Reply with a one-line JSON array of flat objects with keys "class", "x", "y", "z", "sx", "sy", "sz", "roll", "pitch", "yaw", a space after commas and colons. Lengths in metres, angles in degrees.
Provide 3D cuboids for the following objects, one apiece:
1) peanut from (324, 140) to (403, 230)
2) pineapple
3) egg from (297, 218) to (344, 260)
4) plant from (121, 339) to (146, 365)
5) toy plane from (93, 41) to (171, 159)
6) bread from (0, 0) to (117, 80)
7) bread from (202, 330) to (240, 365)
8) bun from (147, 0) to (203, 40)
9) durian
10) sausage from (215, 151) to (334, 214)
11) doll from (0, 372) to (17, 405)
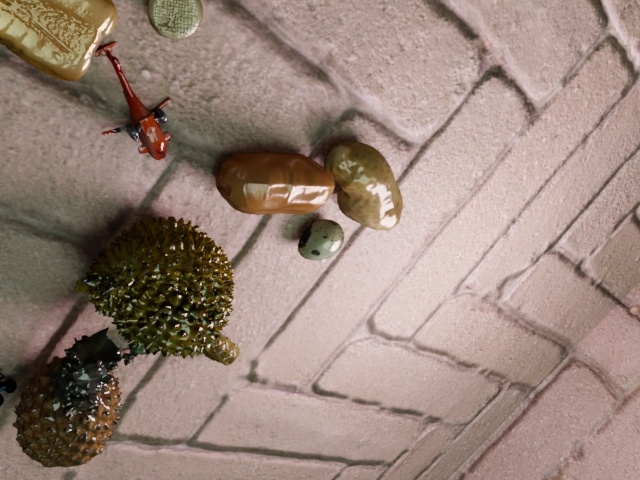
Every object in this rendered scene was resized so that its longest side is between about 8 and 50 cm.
[{"class": "peanut", "x": 0.093, "y": -0.115, "z": 1.311, "sx": 0.137, "sy": 0.122, "sz": 0.253, "roll": -29, "pitch": 135, "yaw": 0}, {"class": "pineapple", "x": -0.456, "y": 0.291, "z": 1.166, "sx": 0.201, "sy": 0.202, "sz": 0.362, "roll": -1, "pitch": 148, "yaw": -34}, {"class": "egg", "x": 0.000, "y": 0.000, "z": 1.371, "sx": 0.110, "sy": 0.085, "sz": 0.085, "roll": -26, "pitch": 137, "yaw": 5}, {"class": "plant", "x": -0.390, "y": 0.229, "z": 1.327, "sx": 0.051, "sy": 0.051, "sz": 0.102, "roll": 10, "pitch": 132, "yaw": -39}, {"class": "toy plane", "x": -0.289, "y": -0.219, "z": 1.002, "sx": 0.126, "sy": 0.077, "sz": 0.194, "roll": -18, "pitch": 125, "yaw": -33}, {"class": "bread", "x": -0.417, "y": -0.331, "z": 0.799, "sx": 0.305, "sy": 0.091, "sz": 0.142, "roll": 28, "pitch": 100, "yaw": -45}, {"class": "bread", "x": -0.241, "y": 0.245, "z": 1.433, "sx": 0.066, "sy": 0.060, "sz": 0.110, "roll": -15, "pitch": 142, "yaw": 21}, {"class": "bun", "x": -0.222, "y": -0.349, "z": 0.947, "sx": 0.086, "sy": 0.055, "sz": 0.086, "roll": -9, "pitch": 119, "yaw": -16}, {"class": "durian", "x": -0.286, "y": 0.086, "z": 1.146, "sx": 0.258, "sy": 0.258, "sz": 0.293, "roll": -41, "pitch": 125, "yaw": 3}, {"class": "sausage", "x": -0.082, "y": -0.109, "z": 1.192, "sx": 0.241, "sy": 0.136, "sz": 0.120, "roll": -4, "pitch": 121, "yaw": -37}, {"class": "doll", "x": -0.661, "y": 0.263, "z": 1.154, "sx": 0.096, "sy": 0.070, "sz": 0.195, "roll": -53, "pitch": 145, "yaw": -8}]
